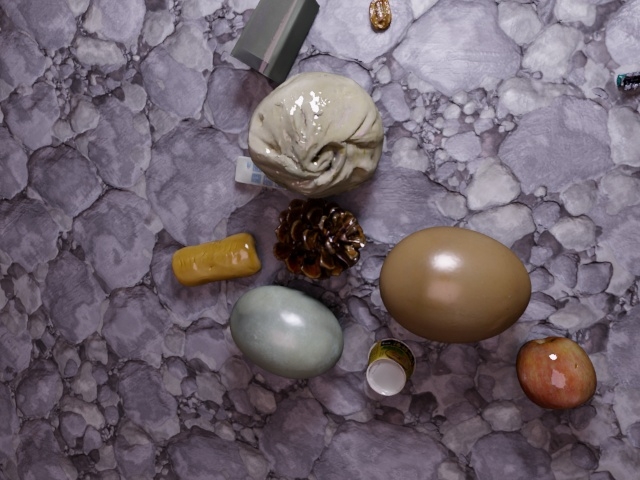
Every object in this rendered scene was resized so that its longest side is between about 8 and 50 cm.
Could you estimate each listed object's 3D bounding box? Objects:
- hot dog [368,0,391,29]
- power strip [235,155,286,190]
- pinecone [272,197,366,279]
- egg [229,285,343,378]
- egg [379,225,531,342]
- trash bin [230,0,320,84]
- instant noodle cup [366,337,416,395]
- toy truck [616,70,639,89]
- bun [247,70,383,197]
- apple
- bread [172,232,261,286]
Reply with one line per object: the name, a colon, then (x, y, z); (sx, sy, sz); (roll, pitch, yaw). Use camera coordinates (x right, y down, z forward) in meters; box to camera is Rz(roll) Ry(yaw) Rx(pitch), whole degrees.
hot dog: (0.161, -0.612, 1.224); (0.058, 0.035, 0.083); (-10, 97, 21)
power strip: (-0.173, -0.207, 1.393); (0.192, 0.035, 0.081); (11, 103, 12)
pinecone: (0.000, 0.000, 1.270); (0.244, 0.309, 0.243); (-3, 98, -24)
egg: (-0.101, 0.268, 1.348); (0.353, 0.258, 0.258); (19, 105, 17)
egg: (0.340, 0.114, 1.175); (0.375, 0.301, 0.300); (8, 103, 3)
trash bin: (-0.116, -0.571, 1.246); (0.122, 0.164, 0.240); (33, 104, 7)
instant noodle cup: (0.206, 0.381, 1.355); (0.152, 0.122, 0.151); (2, 98, 14)
toy truck: (0.765, -0.391, 1.097); (0.084, 0.044, 0.039); (-5, 121, 16)
bun: (0.005, -0.255, 1.155); (0.362, 0.234, 0.325); (17, 112, -26)
apple: (0.617, 0.346, 1.204); (0.189, 0.188, 0.173); (-16, 86, 18)
bread: (-0.340, 0.069, 1.465); (0.306, 0.091, 0.141); (-13, 91, 17)
